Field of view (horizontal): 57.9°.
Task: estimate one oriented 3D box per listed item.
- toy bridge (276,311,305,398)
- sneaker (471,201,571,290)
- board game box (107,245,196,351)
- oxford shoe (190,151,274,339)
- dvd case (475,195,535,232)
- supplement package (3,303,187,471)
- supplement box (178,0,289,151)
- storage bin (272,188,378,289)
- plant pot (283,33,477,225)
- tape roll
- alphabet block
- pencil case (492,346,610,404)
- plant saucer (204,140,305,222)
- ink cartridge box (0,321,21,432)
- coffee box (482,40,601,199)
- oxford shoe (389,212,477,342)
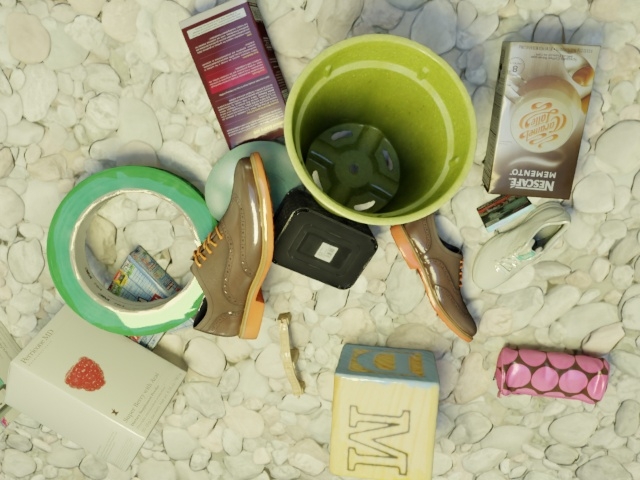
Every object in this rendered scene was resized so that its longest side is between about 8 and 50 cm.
[{"bbox_3d":[-0.062,0.248,1.204,0.026,0.063,0.188,-7,107,10],"label":"toy bridge"},{"bbox_3d":[0.362,0.019,1.051,0.080,0.094,0.212,40,110,-8],"label":"sneaker"},{"bbox_3d":[-0.353,0.146,1.211,0.194,0.060,0.194,35,110,-4],"label":"board game box"},{"bbox_3d":[-0.157,0.022,1.004,0.132,0.130,0.364,2,115,-14],"label":"oxford shoe"},{"bbox_3d":[0.322,-0.056,1.016,0.087,0.119,0.013,-29,103,15],"label":"dvd case"},{"bbox_3d":[-0.463,0.303,1.195,0.293,0.177,0.175,31,131,-4],"label":"supplement package"},{"bbox_3d":[-0.138,-0.290,1.024,0.130,0.073,0.239,-17,105,13],"label":"supplement box"},{"bbox_3d":[0.000,0.000,1.069,0.180,0.084,0.122,24,111,-22],"label":"storage bin"},{"bbox_3d":[0.072,-0.143,0.927,0.276,0.254,0.276,1,83,-7],"label":"plant pot"},{"bbox_3d":[-0.347,0.018,1.108,0.321,0.077,0.321,-1,98,-7],"label":"tape roll"},{"bbox_3d":[0.124,0.328,1.124,0.193,0.192,0.197,4,97,9],"label":"alphabet block"},{"bbox_3d":[0.448,0.267,1.127,0.209,0.095,0.098,4,74,9],"label":"pencil case"},{"bbox_3d":[-0.112,-0.087,1.058,0.194,0.037,0.195,-13,131,-16],"label":"plant saucer"},{"bbox_3d":[-0.778,0.343,1.225,0.197,0.270,0.198,-26,104,15],"label":"ink cartridge box"},{"bbox_3d":[0.363,-0.202,0.971,0.141,0.098,0.247,5,109,7],"label":"coffee box"},{"bbox_3d":[0.237,0.070,1.087,0.098,0.097,0.271,-30,102,10],"label":"oxford shoe"}]
